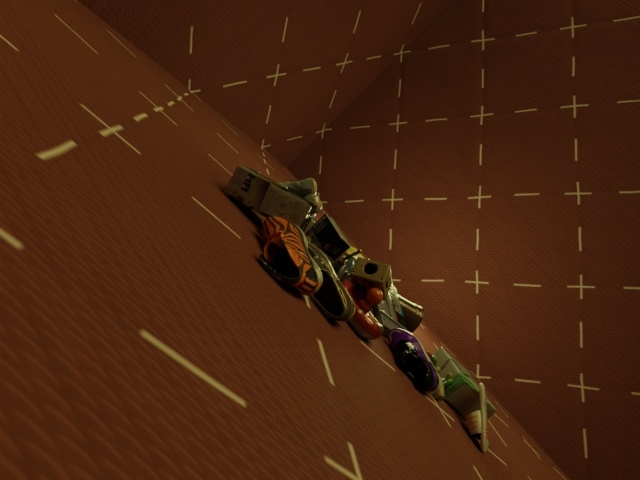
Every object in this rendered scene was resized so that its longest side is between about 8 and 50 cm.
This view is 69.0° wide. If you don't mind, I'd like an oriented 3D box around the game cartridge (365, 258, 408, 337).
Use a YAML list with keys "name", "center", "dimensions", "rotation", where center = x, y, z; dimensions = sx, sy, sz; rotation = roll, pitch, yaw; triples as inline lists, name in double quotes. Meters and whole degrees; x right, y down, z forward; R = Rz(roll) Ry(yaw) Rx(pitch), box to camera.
- name: "game cartridge"
  center: [0.283, 0.269, 2.041]
  dimensions: [0.230, 0.068, 0.354]
  rotation: [35, 32, -38]

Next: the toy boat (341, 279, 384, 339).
- name: "toy boat"
  center: [0.155, 0.226, 1.637]
  dimensions: [0.231, 0.151, 0.151]
  rotation: [50, 8, 29]

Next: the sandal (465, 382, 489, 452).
- name: "sandal"
  center: [0.597, 0.675, 1.780]
  dimensions: [0.265, 0.076, 0.102]
  rotation: [-75, 148, -42]

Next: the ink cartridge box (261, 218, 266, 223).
- name: "ink cartridge box"
  center: [-0.137, -0.040, 1.566]
  dimensions: [0.029, 0.115, 0.062]
  rotation: [-46, 129, -52]

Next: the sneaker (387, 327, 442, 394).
- name: "sneaker"
  center: [0.333, 0.425, 1.731]
  dimensions: [0.146, 0.102, 0.293]
  rotation: [37, 12, -46]

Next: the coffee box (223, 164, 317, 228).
- name: "coffee box"
  center: [-0.172, -0.145, 1.674]
  dimensions: [0.297, 0.118, 0.168]
  rotation: [30, 7, 5]

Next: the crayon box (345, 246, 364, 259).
- name: "crayon box"
  center: [0.199, 0.159, 2.385]
  dimensions: [0.313, 0.106, 0.363]
  rotation: [49, 9, 18]

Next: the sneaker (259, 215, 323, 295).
- name: "sneaker"
  center: [-0.117, 0.013, 1.392]
  dimensions: [0.321, 0.124, 0.180]
  rotation: [51, 8, 36]

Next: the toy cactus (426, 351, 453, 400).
- name: "toy cactus"
  center: [0.438, 0.539, 1.815]
  dimensions: [0.219, 0.112, 0.180]
  rotation: [45, 26, -27]

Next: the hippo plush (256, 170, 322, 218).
- name: "hippo plush"
  center: [-0.130, -0.132, 2.005]
  dimensions: [0.295, 0.234, 0.236]
  rotation: [6, -19, 7]

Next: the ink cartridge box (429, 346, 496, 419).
- name: "ink cartridge box"
  center: [0.590, 0.622, 2.003]
  dimensions: [0.211, 0.121, 0.289]
  rotation: [43, 8, -16]

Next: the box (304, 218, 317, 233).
- name: "box"
  center: [-0.106, -0.112, 2.215]
  dimensions: [0.275, 0.094, 0.113]
  rotation: [45, 7, -8]

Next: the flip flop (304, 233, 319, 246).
- name: "flip flop"
  center: [-0.084, 0.006, 1.807]
  dimensions: [0.112, 0.080, 0.277]
  rotation: [27, -2, -17]

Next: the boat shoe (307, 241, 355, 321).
- name: "boat shoe"
  center: [-0.012, 0.117, 1.471]
  dimensions: [0.324, 0.117, 0.097]
  rotation: [54, 6, 16]

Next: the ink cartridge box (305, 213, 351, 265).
- name: "ink cartridge box"
  center: [0.000, 0.000, 1.890]
  dimensions: [0.069, 0.176, 0.371]
  rotation: [42, 8, -21]

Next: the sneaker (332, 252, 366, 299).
- name: "sneaker"
  center: [0.087, 0.153, 1.883]
  dimensions: [0.236, 0.130, 0.322]
  rotation: [26, 25, -12]

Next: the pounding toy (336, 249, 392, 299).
- name: "pounding toy"
  center: [0.146, 0.120, 1.713]
  dimensions: [0.206, 0.094, 0.181]
  rotation: [14, -32, 22]

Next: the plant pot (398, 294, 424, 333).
- name: "plant pot"
  center: [0.383, 0.347, 2.257]
  dimensions: [0.165, 0.167, 0.167]
  rotation: [35, 10, -15]
